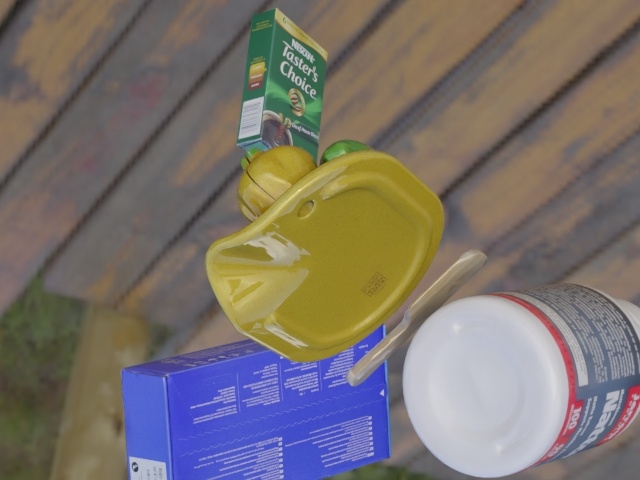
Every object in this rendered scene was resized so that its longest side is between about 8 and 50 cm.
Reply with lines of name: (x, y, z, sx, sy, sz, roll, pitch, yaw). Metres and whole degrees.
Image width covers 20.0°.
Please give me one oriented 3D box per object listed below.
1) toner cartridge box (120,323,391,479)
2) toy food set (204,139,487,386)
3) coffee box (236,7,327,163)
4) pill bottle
toner cartridge box: (-0.063, 0.194, 2.012, 0.075, 0.165, 0.348, 5, -170, 43)
toy food set: (0.000, 0.000, 1.038, 0.128, 0.071, 0.218, -47, 150, 2)
coffee box: (-0.043, -0.169, 2.137, 0.040, 0.184, 0.113, -14, 145, 33)
pill bottle: (0.141, 0.081, 1.123, 0.108, 0.108, 0.180, -22, 171, 34)
